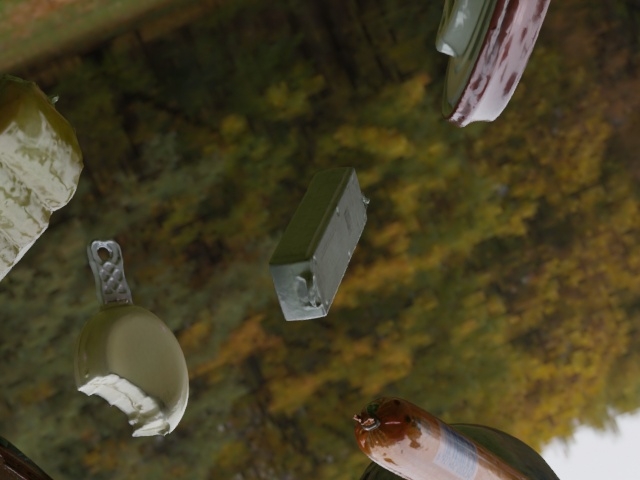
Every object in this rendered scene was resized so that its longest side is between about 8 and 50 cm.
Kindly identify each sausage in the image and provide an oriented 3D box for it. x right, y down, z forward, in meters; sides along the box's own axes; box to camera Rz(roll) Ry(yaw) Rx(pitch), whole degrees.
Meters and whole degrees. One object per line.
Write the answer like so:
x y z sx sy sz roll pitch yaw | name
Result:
0.121 0.190 1.185 0.053 0.053 0.348 -21 147 25 | sausage

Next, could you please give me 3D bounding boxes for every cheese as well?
-0.243 0.124 1.948 0.163 0.249 0.071 23 145 -35 | cheese

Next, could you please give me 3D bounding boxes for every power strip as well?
0.000 0.001 1.622 0.052 0.078 0.272 -9 -156 18 | power strip

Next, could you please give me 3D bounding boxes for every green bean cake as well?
-0.318 -0.053 1.158 0.233 0.124 0.236 -50 -129 -7 | green bean cake

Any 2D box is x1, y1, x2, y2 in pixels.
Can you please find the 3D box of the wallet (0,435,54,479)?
-0.219 0.265 1.361 0.031 0.255 0.137 -53 -177 -24 | wallet

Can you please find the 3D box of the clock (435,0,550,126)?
0.168 -0.265 1.439 0.080 0.318 0.318 15 -173 -5 | clock

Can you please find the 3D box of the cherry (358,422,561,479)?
0.155 0.303 1.474 0.218 0.255 0.296 -33 -142 -20 | cherry
